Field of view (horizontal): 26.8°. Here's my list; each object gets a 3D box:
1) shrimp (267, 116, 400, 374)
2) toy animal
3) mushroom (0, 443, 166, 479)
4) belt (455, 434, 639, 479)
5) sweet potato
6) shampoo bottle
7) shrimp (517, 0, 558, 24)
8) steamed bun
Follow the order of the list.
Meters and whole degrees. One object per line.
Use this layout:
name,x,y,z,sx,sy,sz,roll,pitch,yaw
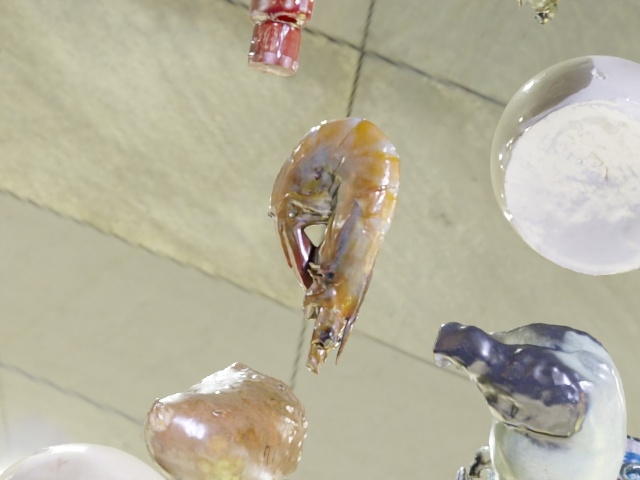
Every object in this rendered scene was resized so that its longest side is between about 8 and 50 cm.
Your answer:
shrimp,0.000,0.000,1.486,0.152,0.287,0.063,13,174,23
toy animal,0.141,0.144,0.888,0.121,0.094,0.225,17,126,27
mushroom,-0.321,0.426,1.738,0.314,0.336,0.315,1,99,4
belt,0.279,0.310,1.341,0.295,0.160,0.207,26,125,-3
sweet potato,-0.063,0.132,0.932,0.114,0.092,0.341,-9,172,-8
shampoo bottle,-0.044,-0.390,1.873,0.076,0.314,0.118,14,173,-38
shrimp,0.336,-0.378,1.671,0.246,0.085,0.360,-18,159,-12
steamed bun,0.408,-0.115,1.969,0.324,0.206,0.324,6,117,12
